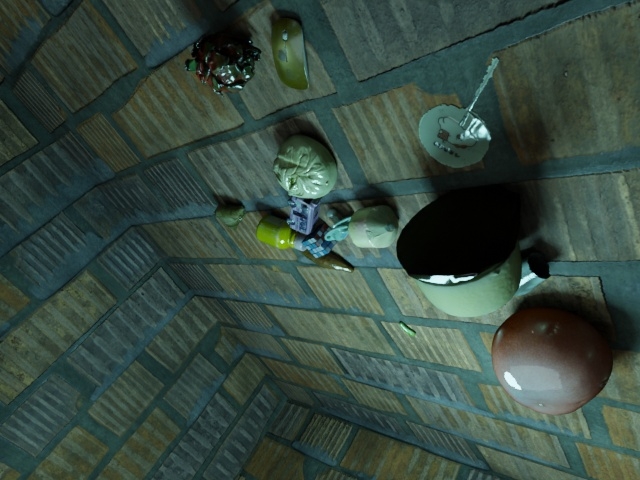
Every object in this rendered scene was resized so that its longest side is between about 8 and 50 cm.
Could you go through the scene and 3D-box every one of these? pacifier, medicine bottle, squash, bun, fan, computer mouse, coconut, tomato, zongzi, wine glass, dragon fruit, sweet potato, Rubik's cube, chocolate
[{"bbox_3d":[0.054,-0.061,1.585,0.116,0.127,0.150,58,157,13],"label":"pacifier"},{"bbox_3d":[-0.150,-0.022,1.802,0.212,0.122,0.122,21,144,24],"label":"medicine bottle"},{"bbox_3d":[0.377,0.388,1.898,0.089,0.027,0.027,38,148,3],"label":"squash"},{"bbox_3d":[-0.061,-0.231,1.442,0.229,0.145,0.229,28,149,19],"label":"bun"},{"bbox_3d":[0.354,-0.304,1.072,0.191,0.009,0.329,33,148,9],"label":"fan"},{"bbox_3d":[-0.081,-0.508,1.204,0.102,0.045,0.199,19,144,22],"label":"computer mouse"},{"bbox_3d":[0.181,-0.043,1.440,0.147,0.147,0.153,51,152,-21],"label":"coconut"},{"bbox_3d":[0.706,0.381,1.342,0.341,0.273,0.341,26,146,19],"label":"tomato"},{"bbox_3d":[-0.380,-0.093,1.986,0.160,0.078,0.176,11,149,35],"label":"zongzi"},{"bbox_3d":[0.582,0.121,1.299,0.103,0.103,0.222,36,149,3],"label":"wine glass"},{"bbox_3d":[-0.281,-0.517,1.275,0.188,0.182,0.182,36,149,19],"label":"dragon fruit"},{"bbox_3d":[-0.006,0.071,1.829,0.314,0.072,0.066,21,158,20],"label":"sweet potato"},{"bbox_3d":[0.000,0.000,1.712,0.092,0.092,0.092,47,146,-14],"label":"Rubik's cube"},{"bbox_3d":[0.415,0.053,1.205,0.326,0.314,0.297,-10,134,45],"label":"chocolate"}]

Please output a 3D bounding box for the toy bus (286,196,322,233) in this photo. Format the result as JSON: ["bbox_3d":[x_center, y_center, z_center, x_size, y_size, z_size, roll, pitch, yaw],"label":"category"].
[{"bbox_3d":[-0.059,-0.115,1.623,0.108,0.096,0.199,26,148,10],"label":"toy bus"}]
